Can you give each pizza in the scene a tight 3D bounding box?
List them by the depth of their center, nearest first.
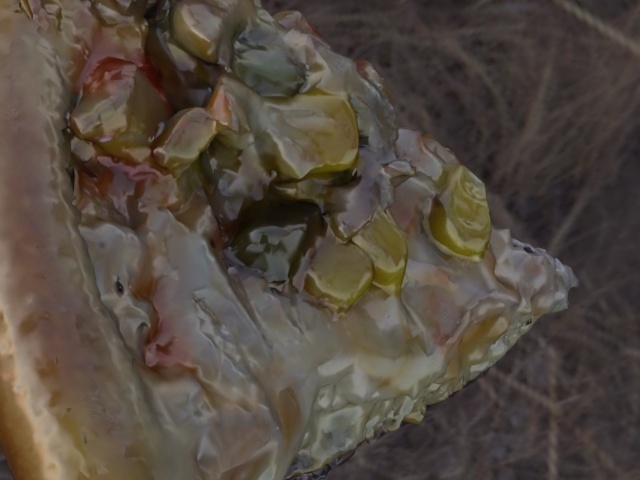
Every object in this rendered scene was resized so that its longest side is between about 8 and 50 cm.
[{"bbox_3d":[0.000,0.000,0.383,0.195,0.052,0.185,12,58,-44],"label":"pizza"}]
